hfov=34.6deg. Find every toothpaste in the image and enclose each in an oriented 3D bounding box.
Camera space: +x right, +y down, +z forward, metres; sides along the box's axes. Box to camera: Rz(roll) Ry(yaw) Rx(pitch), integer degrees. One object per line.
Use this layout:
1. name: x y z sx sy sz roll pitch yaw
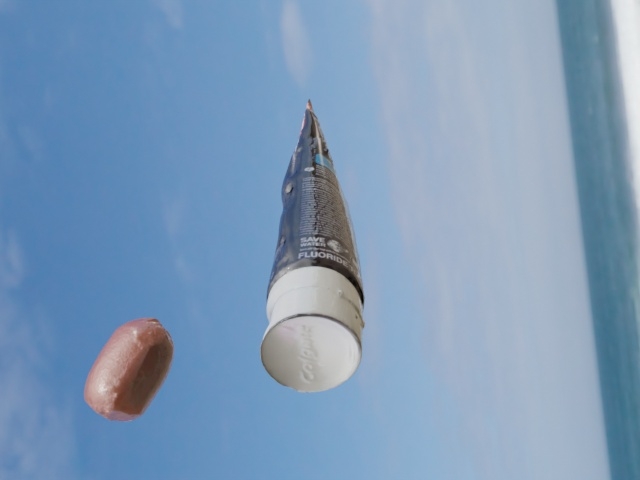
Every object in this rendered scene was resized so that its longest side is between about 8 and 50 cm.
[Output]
1. toothpaste: 0.000 0.000 0.525 0.193 0.045 0.071 -88 -19 -57

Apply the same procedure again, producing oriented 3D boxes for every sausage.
1. sausage: -0.157 0.108 0.861 0.059 0.054 0.094 47 -123 -30
